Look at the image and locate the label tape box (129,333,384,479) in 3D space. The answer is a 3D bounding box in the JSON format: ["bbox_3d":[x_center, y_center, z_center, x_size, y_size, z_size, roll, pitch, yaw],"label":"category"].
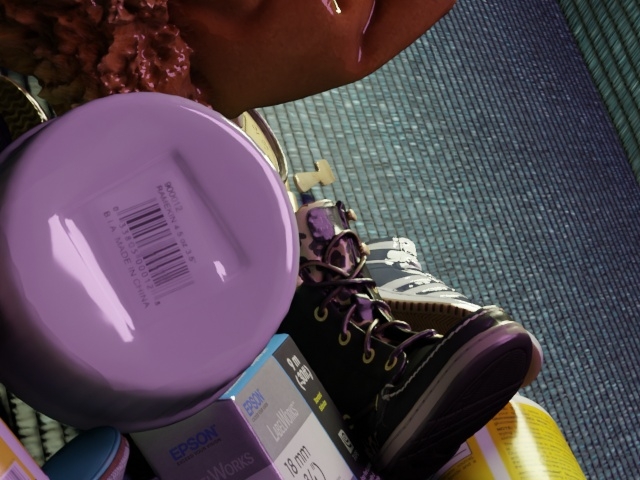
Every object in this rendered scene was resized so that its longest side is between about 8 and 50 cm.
[{"bbox_3d":[-0.063,0.183,1.772,0.333,0.106,0.240,57,16,-3],"label":"label tape box"}]

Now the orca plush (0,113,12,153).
[{"bbox_3d":[-0.344,-0.177,1.677,0.287,0.102,0.151,58,20,2],"label":"orca plush"}]

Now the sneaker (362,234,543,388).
[{"bbox_3d":[0.124,0.076,2.153,0.153,0.282,0.099,-47,146,-58],"label":"sneaker"}]

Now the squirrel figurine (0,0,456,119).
[{"bbox_3d":[-0.141,-0.280,1.708,0.281,0.397,0.370,32,-23,47],"label":"squirrel figurine"}]

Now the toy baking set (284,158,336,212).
[{"bbox_3d":[-0.003,-0.001,2.307,0.197,0.030,0.256,36,35,-57],"label":"toy baking set"}]

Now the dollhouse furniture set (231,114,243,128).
[{"bbox_3d":[-0.202,-0.159,1.990,0.212,0.161,0.242,19,65,-59],"label":"dollhouse furniture set"}]

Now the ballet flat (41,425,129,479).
[{"bbox_3d":[-0.200,0.224,1.492,0.221,0.077,0.079,-54,129,-63],"label":"ballet flat"}]

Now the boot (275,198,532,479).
[{"bbox_3d":[0.052,0.086,1.932,0.284,0.138,0.377,59,-25,17],"label":"boot"}]

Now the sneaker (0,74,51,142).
[{"bbox_3d":[-0.258,-0.074,1.796,0.185,0.069,0.084,56,5,-7],"label":"sneaker"}]

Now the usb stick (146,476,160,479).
[{"bbox_3d":[-0.084,0.326,1.625,0.278,0.045,0.077,59,20,5],"label":"usb stick"}]

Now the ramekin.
[{"bbox_3d":[-0.151,0.013,1.577,0.277,0.277,0.135,57,-22,0],"label":"ramekin"}]

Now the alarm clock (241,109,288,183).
[{"bbox_3d":[-0.105,-0.120,2.192,0.129,0.064,0.192,15,49,-61],"label":"alarm clock"}]

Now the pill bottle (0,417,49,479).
[{"bbox_3d":[-0.282,0.137,1.368,0.184,0.103,0.103,53,21,-12],"label":"pill bottle"}]

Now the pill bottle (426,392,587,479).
[{"bbox_3d":[0.196,0.285,2.082,0.188,0.188,0.334,41,16,-37],"label":"pill bottle"}]
